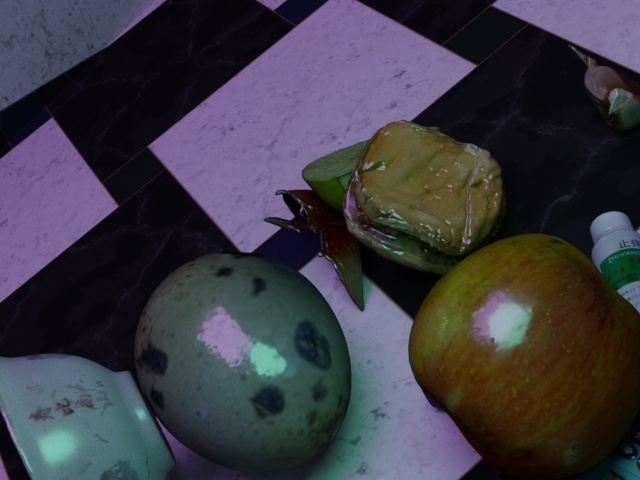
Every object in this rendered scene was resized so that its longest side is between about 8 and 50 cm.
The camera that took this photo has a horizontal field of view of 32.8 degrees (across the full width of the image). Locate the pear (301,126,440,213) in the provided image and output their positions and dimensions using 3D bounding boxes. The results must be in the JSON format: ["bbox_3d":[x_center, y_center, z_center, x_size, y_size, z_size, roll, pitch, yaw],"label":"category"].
[{"bbox_3d":[0.081,-0.123,2.157,0.288,0.139,0.239,-28,25,-31],"label":"pear"}]

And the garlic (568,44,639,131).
[{"bbox_3d":[0.532,-0.279,1.999,0.090,0.128,0.198,-40,38,21],"label":"garlic"}]

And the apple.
[{"bbox_3d":[0.300,0.162,1.543,0.339,0.339,0.339,-21,40,19],"label":"apple"}]

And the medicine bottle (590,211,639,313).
[{"bbox_3d":[0.485,0.063,1.705,0.095,0.095,0.260,-24,39,15],"label":"medicine bottle"}]

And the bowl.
[{"bbox_3d":[-0.366,0.342,1.823,0.196,0.435,0.435,-27,37,-10],"label":"bowl"}]

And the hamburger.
[{"bbox_3d":[0.189,-0.072,1.953,0.283,0.144,0.259,27,63,8],"label":"hamburger"}]

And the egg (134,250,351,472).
[{"bbox_3d":[-0.124,0.201,1.818,0.345,0.345,0.428,-43,39,-10],"label":"egg"}]

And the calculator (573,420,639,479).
[{"bbox_3d":[0.476,0.306,1.434,0.274,0.058,0.248,-40,20,-5],"label":"calculator"}]

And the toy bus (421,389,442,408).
[{"bbox_3d":[0.229,0.182,1.770,0.087,0.098,0.178,-1,49,38],"label":"toy bus"}]

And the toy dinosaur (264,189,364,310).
[{"bbox_3d":[0.010,0.003,2.121,0.327,0.113,0.206,33,34,30],"label":"toy dinosaur"}]
